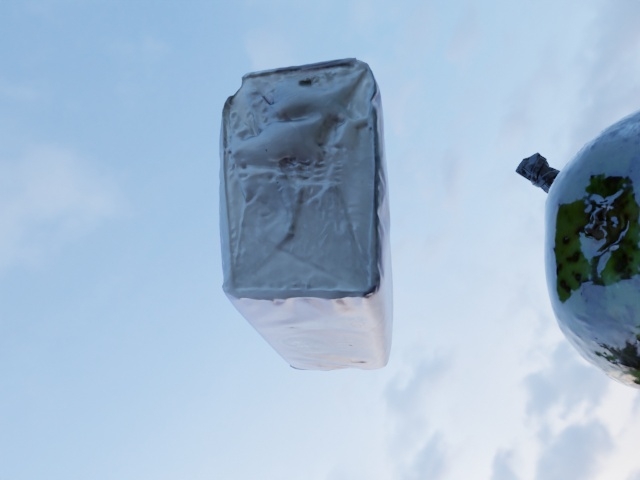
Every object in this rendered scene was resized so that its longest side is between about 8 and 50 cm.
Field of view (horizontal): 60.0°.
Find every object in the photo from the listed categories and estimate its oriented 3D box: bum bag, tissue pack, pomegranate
[{"bbox_3d":[0.432,-0.116,1.045,0.057,0.124,0.034,-57,-17,21],"label":"bum bag"},{"bbox_3d":[0.000,0.000,0.628,0.338,0.160,0.241,71,-163,-65],"label":"tissue pack"},{"bbox_3d":[0.393,0.017,0.529,0.341,0.285,0.284,15,-89,-20],"label":"pomegranate"}]
